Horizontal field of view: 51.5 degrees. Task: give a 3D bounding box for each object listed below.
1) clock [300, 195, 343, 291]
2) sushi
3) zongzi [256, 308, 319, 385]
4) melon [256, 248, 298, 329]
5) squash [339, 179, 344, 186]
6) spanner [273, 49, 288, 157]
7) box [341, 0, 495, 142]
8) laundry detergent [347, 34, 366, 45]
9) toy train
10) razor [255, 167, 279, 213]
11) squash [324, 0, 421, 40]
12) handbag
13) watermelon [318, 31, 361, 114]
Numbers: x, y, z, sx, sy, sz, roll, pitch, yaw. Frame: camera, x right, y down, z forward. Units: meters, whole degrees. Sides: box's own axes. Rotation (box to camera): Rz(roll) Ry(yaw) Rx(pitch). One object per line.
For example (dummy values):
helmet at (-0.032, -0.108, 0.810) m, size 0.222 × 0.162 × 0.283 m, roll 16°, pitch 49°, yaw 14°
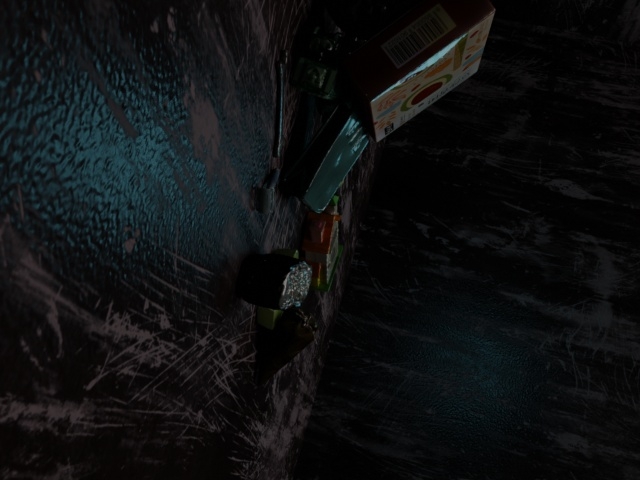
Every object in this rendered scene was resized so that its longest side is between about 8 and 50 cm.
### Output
clock at (0.000, 0.000, 2.186) m, size 0.255 × 0.106 × 0.220 m, roll 88°, pitch 16°, yaw -44°
sushi at (-0.105, 0.092, 1.559) m, size 0.225 × 0.127 × 0.124 m, roll -6°, pitch 110°, yaw -72°
zongzi at (-0.095, 0.304, 1.810) m, size 0.241 × 0.111 × 0.247 m, roll -70°, pitch -164°, yaw -8°
melon at (-0.116, 0.129, 1.765) m, size 0.118 × 0.064 × 0.210 m, roll 87°, pitch 21°, yaw -64°
squash at (0.029, -0.223, 2.058) m, size 0.250 × 0.083 × 0.083 m, roll 68°, pitch 36°, yaw -75°
spanner at (-0.087, -0.294, 1.456) m, size 0.054 × 0.015 × 0.255 m, roll -64°, pitch 164°, yaw -47°
box at (0.237, -0.432, 1.645) m, size 0.344 × 0.122 × 0.385 m, roll -35°, pitch 171°, yaw 3°
laundry detergent at (0.111, -0.609, 2.037) m, size 0.144 × 0.078 × 0.222 m, roll 0°, pitch 106°, yaw -79°
toy train at (0.010, -0.421, 1.587) m, size 0.269 × 0.115 × 0.155 m, roll -42°, pitch 153°, yaw -75°
razor at (-0.114, -0.125, 1.504) m, size 0.135 × 0.040 × 0.068 m, roll -76°, pitch 175°, yaw -52°
squash at (0.128, -0.599, 1.570) m, size 0.165 × 0.252 × 0.252 m, roll 38°, pitch 65°, yaw -76°
handbag at (0.010, -0.220, 1.747) m, size 0.274 × 0.100 × 0.268 m, roll -58°, pitch 166°, yaw 1°
watermelon at (0.075, -0.459, 1.872) m, size 0.180 × 0.223 × 0.305 m, roll 60°, pitch 1°, yaw 15°
